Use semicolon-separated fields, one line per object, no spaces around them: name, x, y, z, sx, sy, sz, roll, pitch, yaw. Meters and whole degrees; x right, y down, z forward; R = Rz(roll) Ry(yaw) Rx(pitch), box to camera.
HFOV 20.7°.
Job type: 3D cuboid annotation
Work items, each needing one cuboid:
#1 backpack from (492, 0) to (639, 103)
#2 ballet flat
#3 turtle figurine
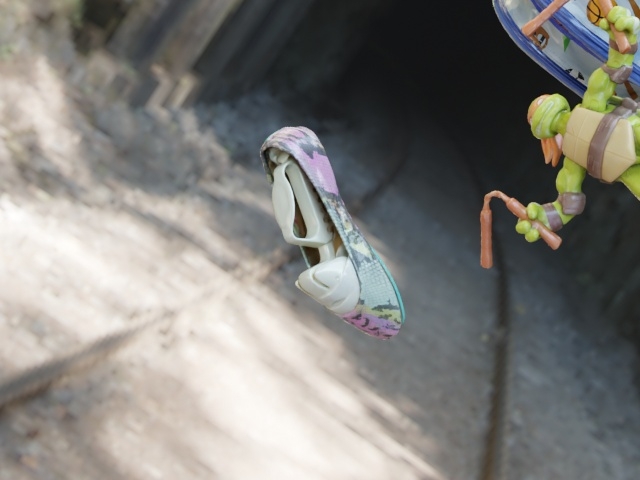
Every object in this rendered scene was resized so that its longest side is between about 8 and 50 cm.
backpack;0.286;-0.246;1.668;0.276;0.213;0.263;31;19;-5
ballet flat;0.000;0.000;1.628;0.079;0.077;0.222;-23;88;-48
turtle figurine;0.249;-0.066;1.484;0.217;0.270;0.087;31;20;33
